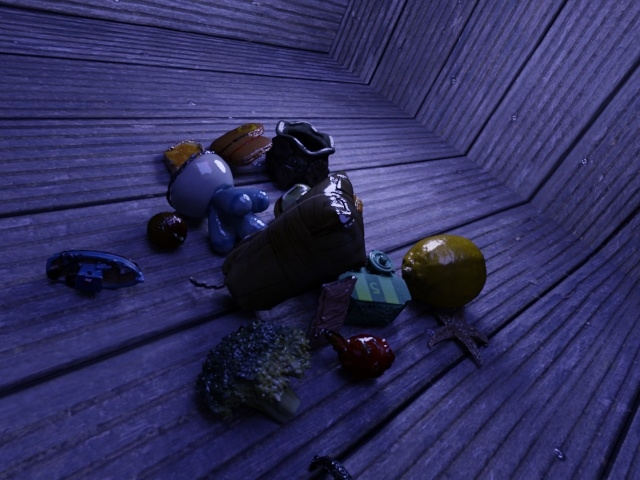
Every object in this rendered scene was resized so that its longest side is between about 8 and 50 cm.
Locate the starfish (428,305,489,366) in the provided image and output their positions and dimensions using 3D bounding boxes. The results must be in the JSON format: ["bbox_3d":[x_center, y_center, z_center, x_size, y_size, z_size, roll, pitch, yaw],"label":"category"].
[{"bbox_3d":[0.478,0.321,1.557,0.231,0.048,0.295,41,37,20],"label":"starfish"}]

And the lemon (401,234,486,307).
[{"bbox_3d":[0.436,0.111,1.615,0.285,0.285,0.316,36,35,14],"label":"lemon"}]

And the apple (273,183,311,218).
[{"bbox_3d":[-0.066,-0.102,1.651,0.188,0.174,0.207,45,31,-8],"label":"apple"}]

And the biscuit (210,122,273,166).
[{"bbox_3d":[-0.303,-0.406,1.868,0.262,0.052,0.277,-36,44,-25],"label":"biscuit"}]

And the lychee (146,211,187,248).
[{"bbox_3d":[-0.451,-0.030,1.349,0.114,0.114,0.146,-12,32,-43],"label":"lychee"}]

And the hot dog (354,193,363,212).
[{"bbox_3d":[0.120,-0.115,1.882,0.115,0.072,0.269,14,36,-4],"label":"hot dog"}]

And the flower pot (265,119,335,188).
[{"bbox_3d":[-0.088,-0.355,1.930,0.301,0.213,0.302,18,34,-13],"label":"flower pot"}]

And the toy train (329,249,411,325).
[{"bbox_3d":[0.138,0.147,1.465,0.299,0.167,0.238,7,44,-24],"label":"toy train"}]

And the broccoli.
[{"bbox_3d":[-0.135,0.307,1.061,0.263,0.247,0.243,-42,106,-15],"label":"broccoli"}]

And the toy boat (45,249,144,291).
[{"bbox_3d":[-0.556,0.080,1.138,0.223,0.100,0.097,9,28,-21],"label":"toy boat"}]

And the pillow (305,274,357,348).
[{"bbox_3d":[0.026,0.202,1.250,0.126,0.233,0.043,-10,37,-44],"label":"pillow"}]

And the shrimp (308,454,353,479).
[{"bbox_3d":[0.054,0.523,0.979,0.076,0.082,0.174,-17,46,-40],"label":"shrimp"}]

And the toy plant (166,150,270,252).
[{"bbox_3d":[-0.292,-0.099,1.454,0.332,0.247,0.247,38,36,13],"label":"toy plant"}]

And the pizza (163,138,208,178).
[{"bbox_3d":[-0.491,-0.306,1.727,0.189,0.071,0.297,-8,42,-23],"label":"pizza"}]

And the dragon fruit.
[{"bbox_3d":[0.089,0.296,1.238,0.246,0.125,0.125,34,62,-23],"label":"dragon fruit"}]

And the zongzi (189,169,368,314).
[{"bbox_3d":[-0.107,-0.002,1.386,0.218,0.500,0.467,59,12,-23],"label":"zongzi"}]
